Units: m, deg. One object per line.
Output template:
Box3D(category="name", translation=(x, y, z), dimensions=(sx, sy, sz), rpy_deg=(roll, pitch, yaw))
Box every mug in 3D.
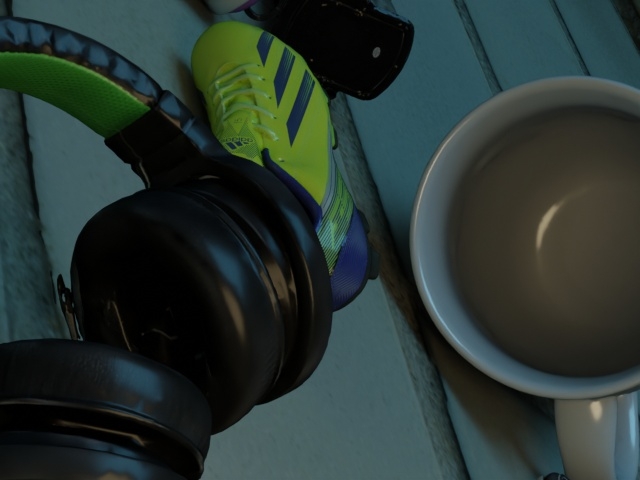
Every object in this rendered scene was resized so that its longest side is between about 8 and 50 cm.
Box3D(category="mug", translation=(0.252, 0.054, 1.762), dimensions=(0.328, 0.276, 0.374), rpy_deg=(12, 75, -74))

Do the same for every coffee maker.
Box3D(category="coffee maker", translation=(0.003, -0.240, 1.831), dimensions=(0.171, 0.120, 0.178), rpy_deg=(44, 20, -27))

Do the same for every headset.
Box3D(category="headset", translation=(-0.103, 0.077, 0.943), dimensions=(0.394, 0.185, 0.243), rpy_deg=(47, 49, -13))

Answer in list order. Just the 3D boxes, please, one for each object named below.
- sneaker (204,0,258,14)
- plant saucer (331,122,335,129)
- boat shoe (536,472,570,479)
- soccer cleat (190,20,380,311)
Box3D(category="sneaker", translation=(-0.106, -0.338, 1.741), dimensions=(0.152, 0.114, 0.305), rpy_deg=(43, 21, -34))
Box3D(category="plant saucer", translation=(-0.016, -0.113, 1.724), dimensions=(0.083, 0.015, 0.083), rpy_deg=(46, 20, -23))
Box3D(category="boat shoe", translation=(0.265, 0.268, 1.661), dimensions=(0.206, 0.065, 0.075), rpy_deg=(50, 19, -14))
Box3D(category="soccer cleat", translation=(-0.045, -0.072, 1.459), dimensions=(0.121, 0.093, 0.289), rpy_deg=(23, 35, -47))
